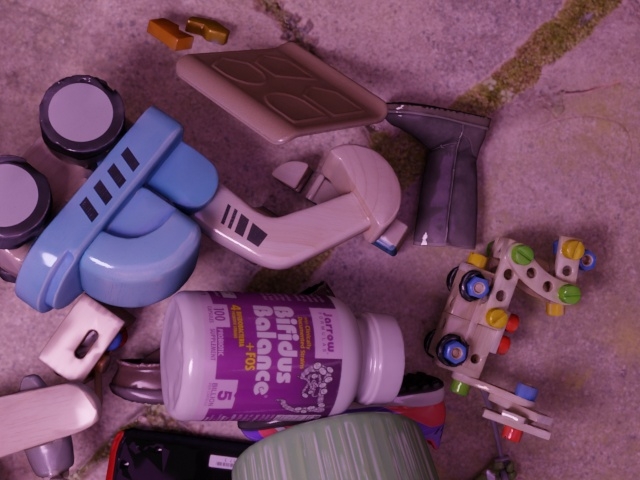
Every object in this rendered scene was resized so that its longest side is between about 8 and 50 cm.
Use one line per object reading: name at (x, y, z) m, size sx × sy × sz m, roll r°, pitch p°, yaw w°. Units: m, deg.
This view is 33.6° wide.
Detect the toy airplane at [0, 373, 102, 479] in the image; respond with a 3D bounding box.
toy airplane at (-0.524, 0.298, 1.420) m, size 0.386 × 0.272 × 0.384 m, roll 25°, pitch 78°, yaw 23°

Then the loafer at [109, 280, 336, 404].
loafer at (-0.131, 0.141, 1.530) m, size 0.365 × 0.134 × 0.130 m, roll -14°, pitch 94°, yaw -19°

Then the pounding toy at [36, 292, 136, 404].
pounding toy at (-0.322, 0.157, 1.494) m, size 0.100 × 0.130 × 0.141 m, roll 35°, pitch 88°, yaw 0°

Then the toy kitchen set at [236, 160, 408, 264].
toy kitchen set at (0.000, 0.000, 1.557) m, size 0.207 × 0.122 × 0.166 m, roll 32°, pitch 89°, yaw 8°

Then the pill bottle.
pill bottle at (-0.049, 0.153, 1.398) m, size 0.301 × 0.169 × 0.169 m, roll 3°, pitch 95°, yaw -20°

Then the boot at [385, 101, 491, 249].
boot at (0.163, -0.096, 1.590) m, size 0.189 × 0.076 × 0.209 m, roll 10°, pitch 100°, yaw -10°

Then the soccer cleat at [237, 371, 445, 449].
soccer cleat at (0.036, 0.279, 1.582) m, size 0.318 × 0.108 × 0.117 m, roll -7°, pitch 101°, yaw -13°

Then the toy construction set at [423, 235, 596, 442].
toy construction set at (0.285, 0.132, 1.591) m, size 0.215 × 0.151 × 0.328 m, roll 20°, pitch 75°, yaw -14°

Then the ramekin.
ramekin at (0.022, 0.349, 1.442) m, size 0.303 × 0.303 × 0.148 m, roll -9°, pitch 62°, yaw -10°

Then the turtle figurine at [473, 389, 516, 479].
turtle figurine at (0.282, 0.422, 1.595) m, size 0.266 × 0.198 × 0.275 m, roll 35°, pitch 92°, yaw -12°

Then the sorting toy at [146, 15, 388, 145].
sorting toy at (-0.085, -0.224, 1.457) m, size 0.229 × 0.307 × 0.041 m, roll -21°, pitch 139°, yaw -47°

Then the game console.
game console at (-0.139, 0.470, 1.562) m, size 0.386 × 0.060 × 0.342 m, roll 10°, pitch 79°, yaw -16°

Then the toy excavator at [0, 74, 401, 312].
toy excavator at (-0.174, -0.031, 1.399) m, size 0.445 × 0.222 × 0.433 m, roll 36°, pitch 69°, yaw 1°
